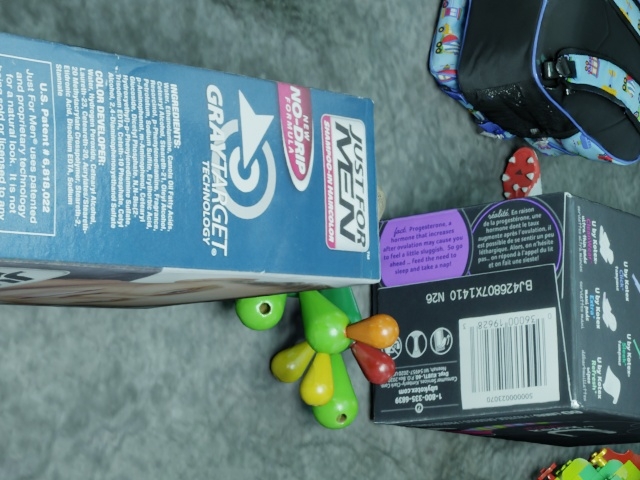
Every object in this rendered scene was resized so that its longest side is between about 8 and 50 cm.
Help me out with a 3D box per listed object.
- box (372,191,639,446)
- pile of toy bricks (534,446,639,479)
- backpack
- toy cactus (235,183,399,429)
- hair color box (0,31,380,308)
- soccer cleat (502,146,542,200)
[{"bbox_3d":[0.175,0.065,1.317,0.270,0.165,0.143,13,73,-51],"label":"box"},{"bbox_3d":[0.205,0.205,1.400,0.105,0.118,0.212,47,50,7],"label":"pile of toy bricks"},{"bbox_3d":[0.178,-0.136,1.396,0.173,0.117,0.158,35,57,-44],"label":"backpack"},{"bbox_3d":[0.000,0.000,1.167,0.219,0.112,0.180,63,31,-11],"label":"toy cactus"},{"bbox_3d":[-0.138,-0.026,0.914,0.347,0.174,0.105,4,81,-52],"label":"hair color box"},{"bbox_3d":[0.156,-0.029,1.425,0.035,0.029,0.083,7,81,-61],"label":"soccer cleat"}]
